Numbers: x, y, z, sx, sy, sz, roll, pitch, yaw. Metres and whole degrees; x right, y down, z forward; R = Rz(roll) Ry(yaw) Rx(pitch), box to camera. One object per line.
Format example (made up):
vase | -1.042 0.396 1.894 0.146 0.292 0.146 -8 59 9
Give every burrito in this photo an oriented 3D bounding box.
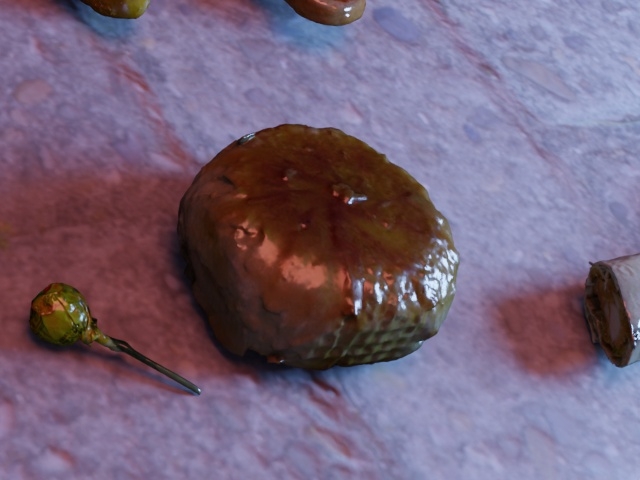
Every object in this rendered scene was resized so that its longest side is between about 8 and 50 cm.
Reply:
burrito | 0.281 0.035 1.302 0.226 0.060 0.087 -16 59 -38

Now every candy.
candy | -0.127 0.066 1.066 0.123 0.035 0.035 29 23 -13

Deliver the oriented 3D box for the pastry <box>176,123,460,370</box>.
pastry | 0.000 0.000 1.152 0.192 0.093 0.182 -5 50 -33

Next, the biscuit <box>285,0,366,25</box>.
biscuit | -0.097 -0.290 1.414 0.324 0.049 0.205 27 40 -4

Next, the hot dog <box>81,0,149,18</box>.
hot dog | -0.217 -0.235 1.293 0.216 0.047 0.066 37 28 8
